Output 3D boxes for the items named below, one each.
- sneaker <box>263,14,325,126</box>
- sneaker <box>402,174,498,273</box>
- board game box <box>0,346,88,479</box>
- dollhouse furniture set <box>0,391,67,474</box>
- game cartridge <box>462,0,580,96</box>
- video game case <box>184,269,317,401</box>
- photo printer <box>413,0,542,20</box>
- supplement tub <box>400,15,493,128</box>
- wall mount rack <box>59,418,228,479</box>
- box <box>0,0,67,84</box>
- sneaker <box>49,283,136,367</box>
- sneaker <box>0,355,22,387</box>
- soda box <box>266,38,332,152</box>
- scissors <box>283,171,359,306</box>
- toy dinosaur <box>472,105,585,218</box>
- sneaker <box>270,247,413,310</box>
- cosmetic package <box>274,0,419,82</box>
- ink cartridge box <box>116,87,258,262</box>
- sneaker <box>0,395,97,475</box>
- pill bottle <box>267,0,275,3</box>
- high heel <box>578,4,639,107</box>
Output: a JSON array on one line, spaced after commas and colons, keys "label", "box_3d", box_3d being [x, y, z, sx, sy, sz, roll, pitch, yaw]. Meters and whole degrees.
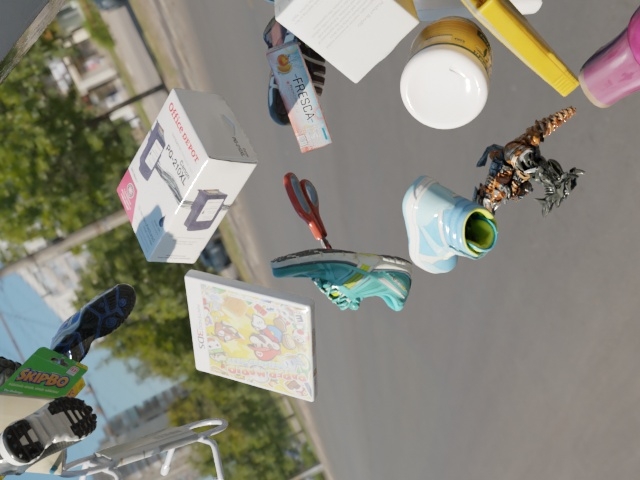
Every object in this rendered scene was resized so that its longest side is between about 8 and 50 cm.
[{"label": "sneaker", "box_3d": [-0.064, -0.350, 1.903, 0.162, 0.106, 0.281, -4, 69, 60]}, {"label": "sneaker", "box_3d": [0.303, 0.007, 2.138, 0.208, 0.127, 0.319, 29, 161, 32]}, {"label": "board game box", "box_3d": [-0.535, 0.305, 1.717, 0.124, 0.259, 0.039, 19, 143, 25]}, {"label": "dollhouse furniture set", "box_3d": [-0.474, 0.363, 1.664, 0.198, 0.286, 0.303, -108, 22, -82]}, {"label": "game cartridge", "box_3d": [0.292, -0.398, 1.621, 0.324, 0.053, 0.285, 23, -150, -46]}, {"label": "video game case", "box_3d": [-0.114, 0.159, 1.600, 0.026, 0.227, 0.206, -54, -31, -49]}, {"label": "photo printer", "box_3d": [0.265, -0.558, 1.863, 0.107, 0.308, 0.256, -173, 78, -80]}, {"label": "supplement tub", "box_3d": [0.216, -0.290, 1.628, 0.199, 0.144, 0.144, -70, -39, -56]}, {"label": "wall mount rack", "box_3d": [-0.355, 0.454, 1.910, 0.304, 0.350, 0.130, -8, 93, 58]}, {"label": "box", "box_3d": [-0.345, -0.221, 0.973, 0.103, 0.261, 0.184, 39, -176, -18]}, {"label": "sneaker", "box_3d": [-0.444, 0.152, 1.844, 0.080, 0.211, 0.081, 49, 180, -32]}, {"label": "sneaker", "box_3d": [-0.677, 0.314, 2.233, 0.087, 0.228, 0.130, 42, 149, 58]}, {"label": "soda box", "box_3d": [-0.036, -0.247, 1.650, 0.063, 0.058, 0.183, -97, -12, -70]}, {"label": "scissors", "box_3d": [0.000, 0.000, 1.927, 0.109, 0.021, 0.297, 2, -115, -64]}, {"label": "toy dinosaur", "box_3d": [0.487, -0.170, 2.258, 0.218, 0.164, 0.322, 42, 141, 14]}, {"label": "sneaker", "box_3d": [0.043, 0.072, 1.753, 0.107, 0.275, 0.110, -179, 96, -71]}, {"label": "cosmetic package", "box_3d": [0.040, -0.393, 1.583, 0.184, 0.151, 0.151, 35, -151, -27]}, {"label": "ink cartridge box", "box_3d": [-0.222, -0.104, 1.571, 0.237, 0.100, 0.172, -54, 50, 32]}, {"label": "sneaker", "box_3d": [-0.439, 0.305, 1.483, 0.078, 0.106, 0.234, 58, -161, 5]}, {"label": "pill bottle", "box_3d": [-0.038, -0.561, 1.931, 0.208, 0.119, 0.119, -10, 110, 46]}, {"label": "high heel", "box_3d": [0.436, -0.283, 1.062, 0.127, 0.377, 0.181, 45, 147, -10]}]
